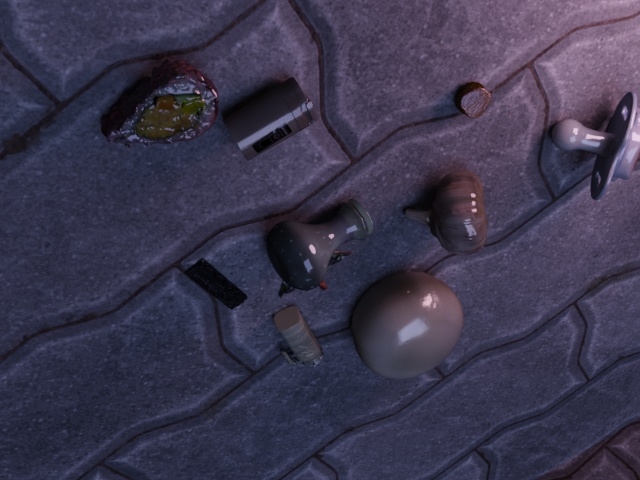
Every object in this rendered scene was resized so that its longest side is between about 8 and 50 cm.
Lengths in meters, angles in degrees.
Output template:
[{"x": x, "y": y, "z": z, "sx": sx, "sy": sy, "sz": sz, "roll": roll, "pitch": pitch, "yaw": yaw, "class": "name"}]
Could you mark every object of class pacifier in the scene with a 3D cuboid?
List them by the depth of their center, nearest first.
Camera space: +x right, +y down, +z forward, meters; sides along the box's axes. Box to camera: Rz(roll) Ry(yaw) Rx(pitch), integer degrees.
[{"x": 0.729, "y": -0.266, "z": 2.168, "sx": 0.233, "sy": 0.244, "sz": 0.299, "roll": 14, "pitch": 118, "yaw": 0, "class": "pacifier"}]

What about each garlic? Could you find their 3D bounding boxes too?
[{"x": 0.324, "y": -0.065, "z": 2.113, "sx": 0.212, "sy": 0.218, "sz": 0.218, "roll": -5, "pitch": 135, "yaw": 14, "class": "garlic"}]

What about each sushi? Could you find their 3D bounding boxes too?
[{"x": -0.314, "y": -0.259, "z": 1.660, "sx": 0.241, "sy": 0.107, "sz": 0.161, "roll": -40, "pitch": 134, "yaw": 18, "class": "sushi"}]

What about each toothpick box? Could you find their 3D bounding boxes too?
[{"x": -0.107, "y": -0.263, "z": 1.762, "sx": 0.180, "sy": 0.111, "sz": 0.111, "roll": -30, "pitch": 134, "yaw": 0, "class": "toothpick box"}]

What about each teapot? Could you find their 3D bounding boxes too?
[{"x": 0.000, "y": 0.000, "z": 2.002, "sx": 0.251, "sy": 0.183, "sz": 0.183, "roll": -32, "pitch": 135, "yaw": -18, "class": "teapot"}, {"x": -0.069, "y": 0.278, "z": 2.243, "sx": 0.107, "sy": 0.077, "sz": 0.200, "roll": -28, "pitch": 134, "yaw": 1, "class": "teapot"}]

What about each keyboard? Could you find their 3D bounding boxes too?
[{"x": -0.258, "y": 0.114, "z": 2.053, "sx": 0.060, "sy": 0.018, "sz": 0.195, "roll": -37, "pitch": 133, "yaw": 8, "class": "keyboard"}]

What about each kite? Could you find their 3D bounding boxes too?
[{"x": -0.020, "y": 0.075, "z": 2.149, "sx": 0.232, "sy": 0.009, "sz": 0.189, "roll": -33, "pitch": 134, "yaw": 0, "class": "kite"}]

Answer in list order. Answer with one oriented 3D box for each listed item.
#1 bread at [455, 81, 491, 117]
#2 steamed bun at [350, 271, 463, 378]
[{"x": 0.369, "y": -0.344, "z": 1.984, "sx": 0.085, "sy": 0.053, "sz": 0.085, "roll": -7, "pitch": 120, "yaw": -12, "class": "bread"}, {"x": 0.253, "y": 0.251, "z": 2.301, "sx": 0.324, "sy": 0.206, "sz": 0.324, "roll": -14, "pitch": 131, "yaw": -16, "class": "steamed bun"}]
